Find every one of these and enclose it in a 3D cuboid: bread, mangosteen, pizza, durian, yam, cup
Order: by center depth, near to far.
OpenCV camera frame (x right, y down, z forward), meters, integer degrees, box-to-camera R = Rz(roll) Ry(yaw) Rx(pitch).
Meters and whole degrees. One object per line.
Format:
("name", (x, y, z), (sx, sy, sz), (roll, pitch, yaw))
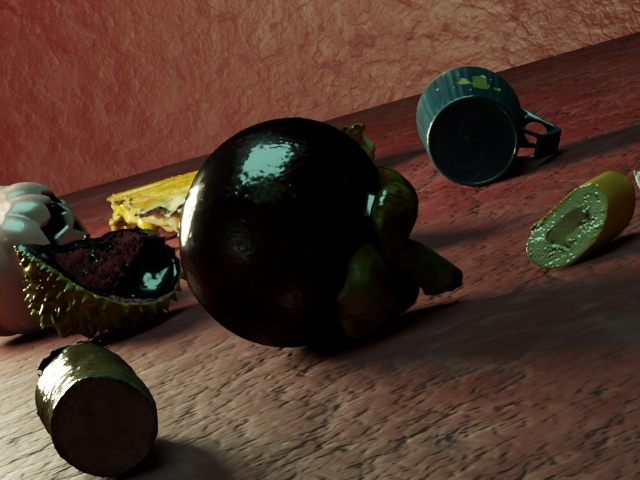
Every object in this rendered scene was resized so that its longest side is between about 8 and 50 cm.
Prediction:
("yam", (-0.155, 0.118, 1.174), (0.084, 0.084, 0.127), (-19, 12, -9))
("mangosteen", (0.000, 0.000, 1.359), (0.230, 0.194, 0.194), (12, 16, 15))
("bread", (0.217, -0.017, 1.383), (0.103, 0.049, 0.062), (-27, -22, -45))
("durian", (-0.225, 0.064, 1.745), (0.186, 0.119, 0.108), (-9, -38, -44))
("cup", (0.200, -0.129, 2.024), (0.176, 0.131, 0.155), (8, 15, 3))
("pizza", (-0.112, -0.086, 2.509), (0.392, 0.080, 0.435), (-19, 9, -12))

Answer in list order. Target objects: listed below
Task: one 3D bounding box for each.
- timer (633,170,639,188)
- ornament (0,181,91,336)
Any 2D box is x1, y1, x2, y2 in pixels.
("timer", (0.398, -0.114, 1.438), (0.175, 0.175, 0.266), (-23, -7, -34))
("ornament", (-0.343, 0.027, 1.930), (0.177, 0.177, 0.177), (-17, 8, 2))
